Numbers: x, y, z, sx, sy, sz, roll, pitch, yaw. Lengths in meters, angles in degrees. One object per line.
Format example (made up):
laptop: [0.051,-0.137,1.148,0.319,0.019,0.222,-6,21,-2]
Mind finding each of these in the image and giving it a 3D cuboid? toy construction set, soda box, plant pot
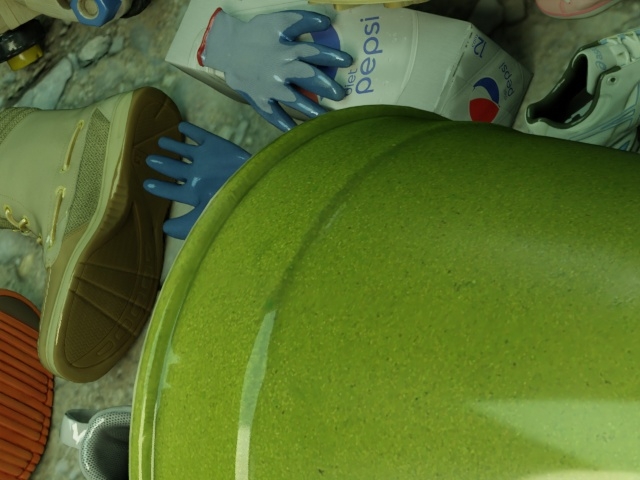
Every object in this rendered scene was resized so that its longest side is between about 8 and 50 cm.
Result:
toy construction set: [-0.287,-0.306,1.519,0.237,0.257,0.308,-26,37,41]
soda box: [0.016,-0.137,1.275,0.286,0.098,0.091,20,85,40]
plant pot: [0.157,0.111,0.806,0.353,0.366,0.366,3,74,46]

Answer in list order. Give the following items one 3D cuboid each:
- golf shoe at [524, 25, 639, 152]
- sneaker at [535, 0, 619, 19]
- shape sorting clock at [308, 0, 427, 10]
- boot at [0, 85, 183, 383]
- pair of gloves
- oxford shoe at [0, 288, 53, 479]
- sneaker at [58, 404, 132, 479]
golf shoe: [0.217,-0.117,1.122,0.176,0.086,0.069,-45,50,12]
sneaker: [0.204,-0.200,1.176,0.134,0.070,0.051,-8,69,36]
shape sorting clock: [0.081,-0.200,1.206,0.206,0.206,0.040,2,115,38]
boot: [-0.236,-0.005,1.414,0.203,0.095,0.261,-1,70,37]
pair of gloves: [-0.059,-0.086,1.239,0.159,0.023,0.198,23,91,43]
oxford shoe: [-0.335,0.207,1.374,0.133,0.130,0.363,-15,49,47]
sneaker: [-0.021,0.212,1.087,0.366,0.210,0.137,30,92,41]
